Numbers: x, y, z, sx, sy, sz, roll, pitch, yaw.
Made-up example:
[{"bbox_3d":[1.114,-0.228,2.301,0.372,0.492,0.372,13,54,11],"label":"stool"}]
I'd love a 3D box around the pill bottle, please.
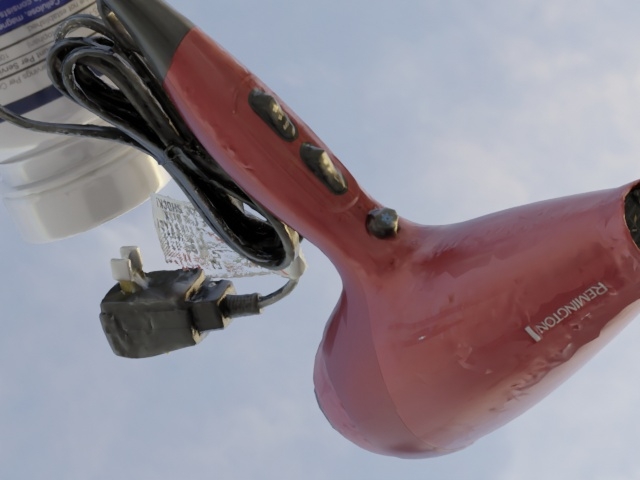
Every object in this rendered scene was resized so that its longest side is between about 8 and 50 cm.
[{"bbox_3d":[-0.146,-0.099,0.939,0.112,0.112,0.187,-27,-72,-11],"label":"pill bottle"}]

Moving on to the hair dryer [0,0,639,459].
[{"bbox_3d":[0.000,0.000,0.736,0.080,0.293,0.224,-65,-31,-34],"label":"hair dryer"}]
